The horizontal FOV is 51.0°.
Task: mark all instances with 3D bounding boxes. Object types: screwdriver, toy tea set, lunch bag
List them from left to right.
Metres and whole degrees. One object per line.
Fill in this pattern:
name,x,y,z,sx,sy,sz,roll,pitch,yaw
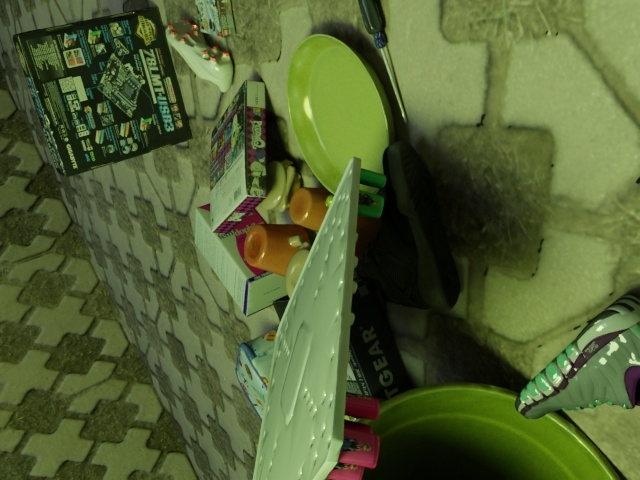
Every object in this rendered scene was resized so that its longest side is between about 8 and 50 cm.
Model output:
lunch bag,-0.078,0.362,1.474,0.303,0.115,0.243,56,153,21
toy tea set,0.000,0.000,1.100,0.336,0.124,0.200,34,109,51
screwdriver,0.082,-0.227,0.839,0.025,0.024,0.170,-104,-7,-81

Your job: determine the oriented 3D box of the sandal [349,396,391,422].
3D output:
sandal,0.043,0.383,1.039,0.120,0.086,0.302,22,102,9

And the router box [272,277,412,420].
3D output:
router box,0.048,0.227,1.175,0.243,0.081,0.308,-15,97,62

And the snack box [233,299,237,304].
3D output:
snack box,-0.198,0.069,1.539,0.141,0.037,0.100,63,154,8

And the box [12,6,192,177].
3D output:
box,-0.448,-0.315,1.416,0.073,0.293,0.295,20,128,53

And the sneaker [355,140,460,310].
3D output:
sneaker,0.093,-0.012,0.877,0.130,0.087,0.227,-6,112,33

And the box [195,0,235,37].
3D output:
box,-0.189,-0.426,1.158,0.094,0.027,0.137,33,138,49

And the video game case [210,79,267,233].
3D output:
video game case,-0.152,-0.142,1.209,0.232,0.042,0.210,146,124,-62

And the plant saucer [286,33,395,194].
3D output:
plant saucer,0.032,-0.173,0.950,0.241,0.037,0.241,40,142,41

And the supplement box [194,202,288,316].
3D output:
supplement box,-0.155,0.024,1.351,0.220,0.111,0.114,49,147,30

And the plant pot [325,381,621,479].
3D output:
plant pot,0.171,0.427,0.870,0.366,0.366,0.353,50,158,29

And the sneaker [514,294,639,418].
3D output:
sneaker,0.287,0.156,0.705,0.098,0.083,0.223,48,147,22

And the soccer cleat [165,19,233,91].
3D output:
soccer cleat,-0.230,-0.346,1.254,0.196,0.068,0.076,44,148,32

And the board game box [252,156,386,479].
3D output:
board game box,-0.009,0.163,0.809,0.390,0.050,0.390,114,168,-45
